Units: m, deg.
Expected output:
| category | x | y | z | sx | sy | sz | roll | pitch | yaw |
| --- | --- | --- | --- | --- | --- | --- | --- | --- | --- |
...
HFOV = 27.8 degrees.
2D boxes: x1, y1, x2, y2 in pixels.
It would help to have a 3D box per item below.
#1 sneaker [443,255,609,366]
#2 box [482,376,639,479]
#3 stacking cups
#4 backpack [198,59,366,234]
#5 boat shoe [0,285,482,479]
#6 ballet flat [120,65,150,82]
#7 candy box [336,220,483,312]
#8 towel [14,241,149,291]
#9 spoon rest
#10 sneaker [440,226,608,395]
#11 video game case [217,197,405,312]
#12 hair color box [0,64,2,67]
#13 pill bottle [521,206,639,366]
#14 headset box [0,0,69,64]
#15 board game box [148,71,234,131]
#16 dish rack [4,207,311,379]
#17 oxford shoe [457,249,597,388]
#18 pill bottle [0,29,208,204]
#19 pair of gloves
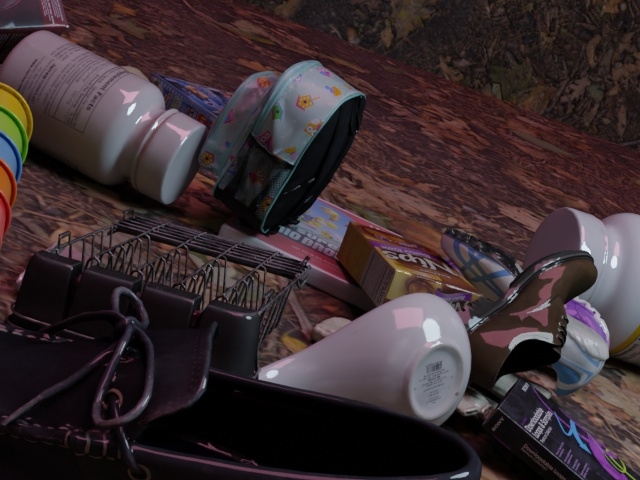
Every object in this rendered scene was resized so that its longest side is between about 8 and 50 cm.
| category | x | y | z | sx | sy | sz | roll | pitch | yaw |
| --- | --- | --- | --- | --- | --- | --- | --- | --- | --- |
| sneaker | 0.221 | 0.092 | 1.523 | 0.236 | 0.095 | 0.104 | 26 | 23 | 25 |
| box | 0.235 | 0.204 | 1.234 | 0.162 | 0.029 | 0.116 | 39 | 19 | 9 |
| stacking cups | -0.329 | -0.055 | 1.236 | 0.096 | 0.096 | 0.316 | 19 | 23 | -18 |
| backpack | -0.039 | -0.121 | 1.497 | 0.144 | 0.188 | 0.166 | 43 | 20 | 9 |
| boat shoe | -0.124 | 0.117 | 0.848 | 0.500 | 0.156 | 0.187 | 21 | 19 | -5 |
| ballet flat | -0.291 | -0.195 | 1.718 | 0.086 | 0.086 | 0.248 | 29 | 16 | 17 |
| candy box | 0.096 | 0.039 | 1.442 | 0.109 | 0.053 | 0.187 | 17 | 14 | -19 |
| towel | -0.193 | 0.056 | 1.175 | 0.152 | 0.023 | 0.113 | 26 | 19 | -2 |
| spoon rest | 0.028 | 0.123 | 1.116 | 0.276 | 0.137 | 0.084 | -10 | 18 | -41 |
| sneaker | 0.213 | 0.075 | 1.443 | 0.237 | 0.086 | 0.085 | 45 | 15 | 22 |
| video game case | 0.000 | 0.000 | 1.598 | 0.204 | 0.025 | 0.285 | 25 | 16 | 3 |
| hair color box | -0.572 | -0.313 | 1.618 | 0.374 | 0.114 | 0.185 | 13 | 20 | -30 |
| pill bottle | 0.438 | 0.074 | 1.688 | 0.333 | 0.188 | 0.188 | 19 | 17 | -18 |
| headset box | -0.442 | -0.320 | 1.511 | 0.293 | 0.110 | 0.218 | -9 | 78 | -36 |
| board game box | -0.130 | -0.159 | 1.845 | 0.194 | 0.060 | 0.194 | 11 | 22 | -39 |
| dish rack | -0.122 | 0.040 | 1.114 | 0.208 | 0.074 | 0.271 | 17 | 13 | 8 |
| oxford shoe | 0.219 | 0.086 | 1.321 | 0.227 | 0.083 | 0.096 | -33 | 61 | -32 |
| pill bottle | -0.251 | -0.137 | 1.487 | 0.229 | 0.131 | 0.131 | 28 | 17 | 12 |
| pair of gloves | 0.126 | 0.124 | 1.361 | 0.204 | 0.042 | 0.240 | 33 | 18 | 28 |
